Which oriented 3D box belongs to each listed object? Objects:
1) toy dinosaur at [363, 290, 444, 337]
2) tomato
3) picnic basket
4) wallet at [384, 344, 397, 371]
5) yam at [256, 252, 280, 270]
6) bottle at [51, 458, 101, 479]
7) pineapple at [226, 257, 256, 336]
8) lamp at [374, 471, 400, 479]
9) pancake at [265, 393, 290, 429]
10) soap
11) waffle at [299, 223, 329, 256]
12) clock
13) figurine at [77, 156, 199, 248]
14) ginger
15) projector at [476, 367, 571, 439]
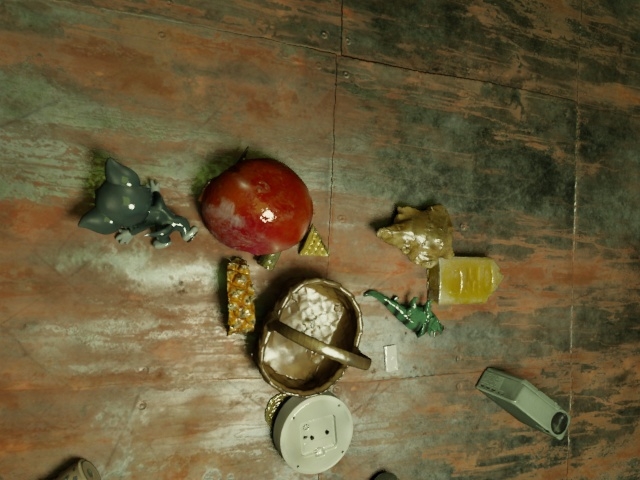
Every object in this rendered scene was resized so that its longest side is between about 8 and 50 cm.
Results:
[{"bbox_3d":[0.285,0.215,1.464,0.292,0.079,0.120,39,75,-12],"label":"toy dinosaur"},{"bbox_3d":[-0.168,-0.098,1.222,0.309,0.170,0.308,0,81,-1],"label":"tomato"},{"bbox_3d":[-0.010,0.267,1.229,0.293,0.337,0.337,26,81,-18],"label":"picnic basket"},{"bbox_3d":[0.225,0.378,1.473,0.044,0.011,0.083,-4,90,-20],"label":"wallet"},{"bbox_3d":[-0.108,-0.031,1.332,0.061,0.061,0.252,30,79,-17],"label":"yam"},{"bbox_3d":[-0.627,0.617,1.118,0.152,0.099,0.098,-34,101,-14],"label":"bottle"},{"bbox_3d":[-0.220,0.161,1.249,0.080,0.135,0.232,-6,93,-19],"label":"pineapple"},{"bbox_3d":[0.234,0.827,1.417,0.121,0.121,0.214,-25,107,-19],"label":"lamp"},{"bbox_3d":[-0.110,0.503,1.350,0.115,0.011,0.114,1,87,-20],"label":"pancake"},{"bbox_3d":[0.485,0.131,1.534,0.258,0.080,0.160,0,90,-20],"label":"soap"},{"bbox_3d":[0.000,0.000,1.331,0.098,0.152,0.023,3,55,-17],"label":"waffle"},{"bbox_3d":[-0.020,0.553,1.338,0.231,0.083,0.230,-2,95,-23],"label":"clock"},{"bbox_3d":[-0.456,-0.056,1.169,0.265,0.140,0.193,35,95,-2],"label":"figurine"},{"bbox_3d":[0.294,-0.015,1.444,0.270,0.123,0.218,-11,74,-14],"label":"ginger"},{"bbox_3d":[0.684,0.541,1.543,0.257,0.192,0.099,38,78,-15],"label":"projector"}]
